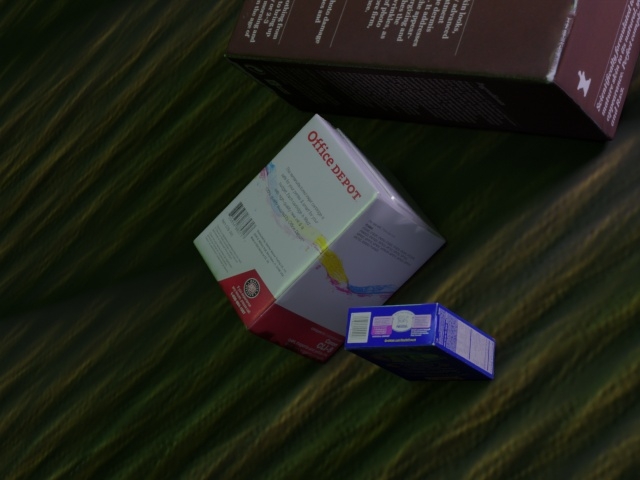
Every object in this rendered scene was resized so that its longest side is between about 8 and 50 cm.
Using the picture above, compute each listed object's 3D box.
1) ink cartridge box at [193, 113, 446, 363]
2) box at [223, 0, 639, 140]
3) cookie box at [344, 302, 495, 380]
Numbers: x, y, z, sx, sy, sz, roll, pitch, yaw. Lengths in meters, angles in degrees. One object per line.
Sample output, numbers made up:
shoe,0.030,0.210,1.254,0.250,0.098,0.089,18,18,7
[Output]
ink cartridge box,0.000,0.000,1.170,0.176,0.127,0.128,-45,50,13
box,0.110,-0.220,1.180,0.381,0.143,0.191,11,77,41
cookie box,0.087,0.090,1.078,0.091,0.107,0.040,-5,66,35
